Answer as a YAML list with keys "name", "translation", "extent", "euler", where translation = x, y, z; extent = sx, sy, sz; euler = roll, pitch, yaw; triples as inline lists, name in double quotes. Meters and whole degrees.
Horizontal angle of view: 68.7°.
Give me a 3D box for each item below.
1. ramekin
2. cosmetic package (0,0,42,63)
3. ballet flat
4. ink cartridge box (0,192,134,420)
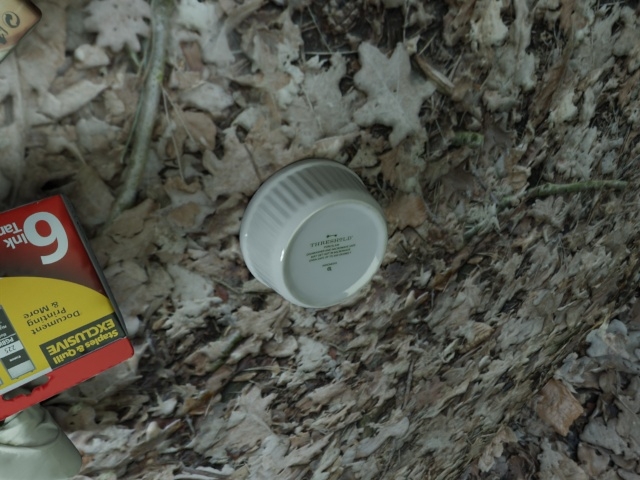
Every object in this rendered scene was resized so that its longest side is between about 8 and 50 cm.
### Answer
- name: "ramekin"
  translation: [0.000, 0.000, 0.849]
  extent: [0.272, 0.127, 0.273]
  euler: [-15, 124, -23]
- name: "cosmetic package"
  translation: [-0.426, -0.278, 0.414]
  extent: [0.129, 0.153, 0.296]
  euler: [-47, 132, 0]
- name: "ballet flat"
  translation: [-0.524, 0.267, 0.694]
  extent: [0.400, 0.139, 0.139]
  euler: [34, 96, -36]
- name: "ink cartridge box"
  translation: [-0.425, 0.118, 0.591]
  extent: [0.309, 0.130, 0.272]
  euler: [-25, 106, -22]
